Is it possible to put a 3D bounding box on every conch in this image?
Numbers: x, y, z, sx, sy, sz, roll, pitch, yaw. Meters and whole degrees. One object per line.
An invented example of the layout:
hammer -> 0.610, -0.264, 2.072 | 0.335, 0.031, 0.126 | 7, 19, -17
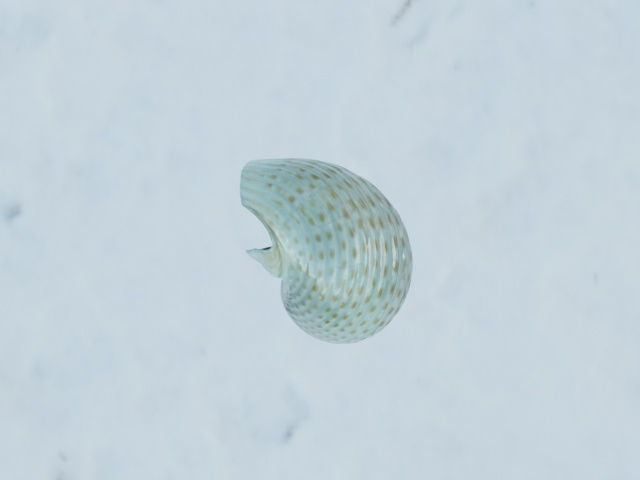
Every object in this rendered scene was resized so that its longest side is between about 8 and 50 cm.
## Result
conch -> 0.004, -0.001, 0.715 | 0.057, 0.085, 0.076 | -22, 61, 6
